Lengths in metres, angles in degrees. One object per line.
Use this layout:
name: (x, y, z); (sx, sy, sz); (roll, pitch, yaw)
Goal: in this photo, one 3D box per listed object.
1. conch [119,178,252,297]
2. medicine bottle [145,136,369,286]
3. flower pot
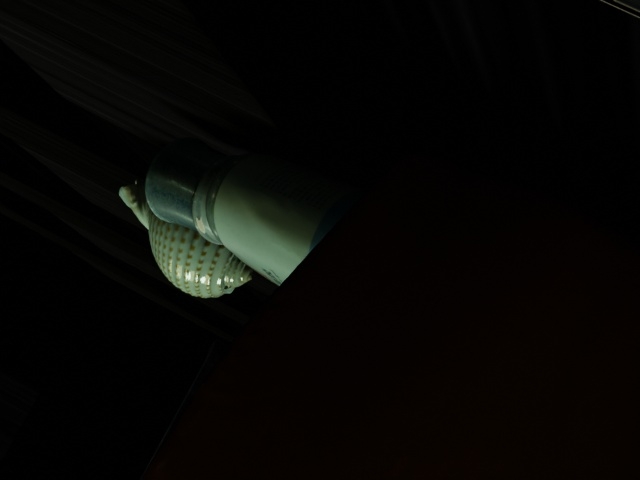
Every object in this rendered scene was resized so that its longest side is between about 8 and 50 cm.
conch: (-0.063, -0.009, 1.045); (0.085, 0.056, 0.076); (57, -161, 13)
medicine bottle: (0.000, 0.000, 0.837); (0.208, 0.054, 0.090); (23, 173, 46)
flower pot: (0.049, 0.073, 0.669); (0.190, 0.173, 0.190); (30, 174, 4)
